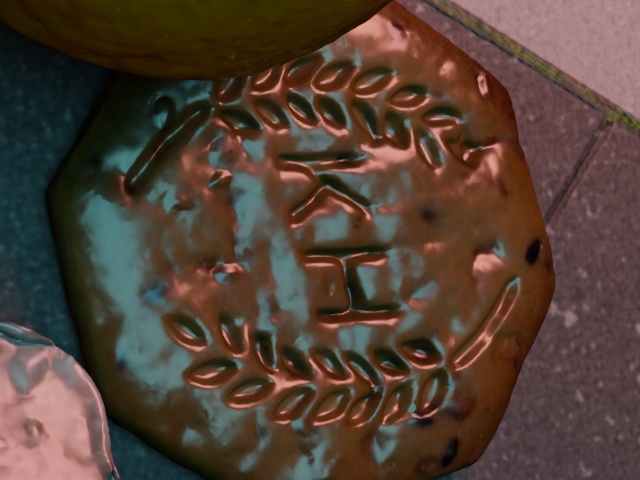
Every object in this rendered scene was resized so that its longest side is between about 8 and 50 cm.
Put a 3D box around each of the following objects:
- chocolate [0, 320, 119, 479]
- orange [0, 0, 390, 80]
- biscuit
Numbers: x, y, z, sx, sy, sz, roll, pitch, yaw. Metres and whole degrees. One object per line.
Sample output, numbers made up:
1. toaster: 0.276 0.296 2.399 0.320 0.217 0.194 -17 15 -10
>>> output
1. chocolate: -0.255 0.134 0.781 0.303 0.100 0.185 6 55 -29
2. orange: -0.084 -0.247 0.790 0.293 0.340 0.340 -24 95 4
3. biscuit: 0.000 -0.001 0.959 0.359 0.046 0.359 3 82 -26
